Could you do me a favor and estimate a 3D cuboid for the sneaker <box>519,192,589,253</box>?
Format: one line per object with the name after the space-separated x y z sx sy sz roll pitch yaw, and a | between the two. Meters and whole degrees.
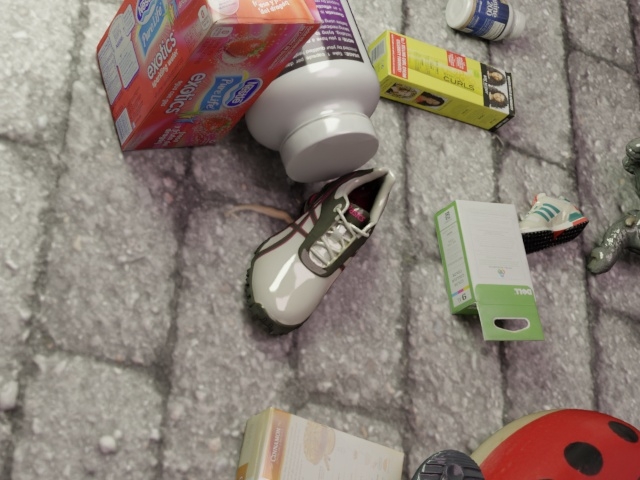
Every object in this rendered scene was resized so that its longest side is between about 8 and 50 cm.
0.327 -0.030 1.720 0.161 0.057 0.075 -12 57 -34 | sneaker

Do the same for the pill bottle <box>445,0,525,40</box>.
0.266 -0.358 1.828 0.120 0.067 0.067 11 62 -27 | pill bottle

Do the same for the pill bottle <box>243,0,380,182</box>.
-0.034 -0.244 1.497 0.181 0.181 0.323 -4 64 -33 | pill bottle

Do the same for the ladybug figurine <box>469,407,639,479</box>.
0.311 0.373 1.431 0.305 0.162 0.449 48 51 -2 | ladybug figurine

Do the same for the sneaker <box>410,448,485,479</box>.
0.110 0.397 1.294 0.112 0.131 0.319 18 68 -11 | sneaker

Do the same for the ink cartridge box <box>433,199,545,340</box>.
0.235 0.051 1.608 0.109 0.062 0.209 4 65 -31 | ink cartridge box

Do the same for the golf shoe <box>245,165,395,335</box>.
0.000 0.000 1.452 0.105 0.120 0.273 41 53 -10 | golf shoe

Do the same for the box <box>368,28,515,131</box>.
0.183 -0.239 1.723 0.232 0.058 0.087 14 61 -26 | box

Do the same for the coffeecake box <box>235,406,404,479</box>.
-0.004 0.294 1.332 0.185 0.068 0.142 23 58 -21 | coffeecake box

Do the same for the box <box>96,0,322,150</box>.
-0.144 -0.242 1.364 0.142 0.300 0.154 -8 70 -33 | box

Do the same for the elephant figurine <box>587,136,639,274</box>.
0.543 -0.035 1.795 0.169 0.186 0.239 36 53 -38 | elephant figurine
